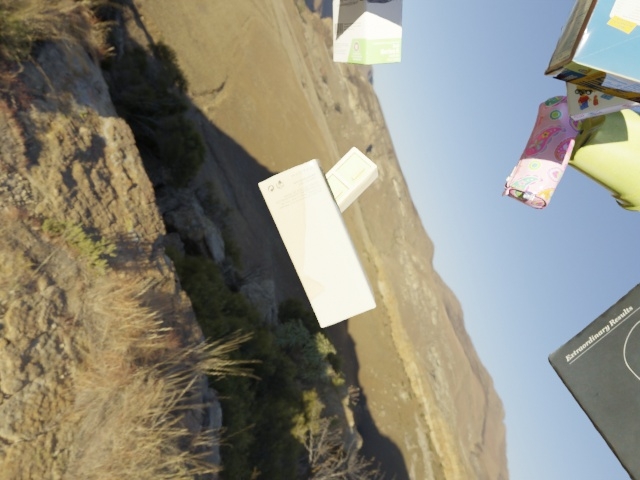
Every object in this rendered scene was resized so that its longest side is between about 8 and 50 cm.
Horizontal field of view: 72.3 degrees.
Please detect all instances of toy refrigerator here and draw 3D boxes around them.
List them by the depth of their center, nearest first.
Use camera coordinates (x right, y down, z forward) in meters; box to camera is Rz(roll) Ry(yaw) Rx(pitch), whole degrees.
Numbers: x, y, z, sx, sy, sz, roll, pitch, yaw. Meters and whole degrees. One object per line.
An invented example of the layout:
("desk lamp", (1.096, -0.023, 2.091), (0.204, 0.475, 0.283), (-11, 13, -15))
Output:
("toy refrigerator", (0.050, -0.155, 1.375), (0.102, 0.269, 0.094), (45, -3, 17))

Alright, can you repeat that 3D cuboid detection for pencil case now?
("pencil case", (0.577, -0.224, 1.130), (0.284, 0.124, 0.124), (-65, 165, -1))

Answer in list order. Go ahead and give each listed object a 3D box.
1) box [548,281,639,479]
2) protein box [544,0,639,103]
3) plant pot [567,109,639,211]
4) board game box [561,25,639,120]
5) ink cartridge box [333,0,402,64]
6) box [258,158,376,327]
("box", (0.525, 0.217, 0.503), (0.211, 0.294, 0.395), (34, 20, -14))
("protein box", (0.517, -0.348, 0.703), (0.136, 0.199, 0.201), (-54, 162, -75))
("plant pot", (0.825, -0.255, 1.218), (0.276, 0.253, 0.276), (-158, -90, -86))
("board game box", (0.633, -0.361, 0.824), (0.053, 0.305, 0.193), (0, 86, -49))
("ink cartridge box", (0.120, -0.617, 1.158), (0.198, 0.114, 0.273), (-136, -141, -56))
("box", (0.000, 0.000, 0.897), (0.148, 0.121, 0.311), (-71, 139, -80))
